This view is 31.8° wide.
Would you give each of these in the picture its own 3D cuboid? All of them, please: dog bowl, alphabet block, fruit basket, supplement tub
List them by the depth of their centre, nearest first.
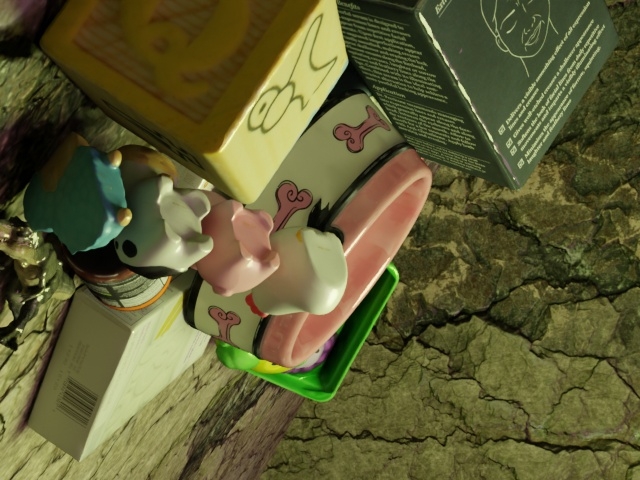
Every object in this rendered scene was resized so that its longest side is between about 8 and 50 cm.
[{"bbox_3d":[-0.105,-0.173,1.033,0.192,0.193,0.197,-58,170,-7],"label":"alphabet block"},{"bbox_3d":[-0.227,0.020,1.284,0.106,0.106,0.198,-55,170,-14],"label":"supplement tub"},{"bbox_3d":[0.000,0.000,1.556,0.408,0.150,0.408,-50,168,-15],"label":"dog bowl"},{"bbox_3d":[-0.045,0.151,2.156,0.392,0.283,0.392,-156,-90,-85],"label":"fruit basket"}]

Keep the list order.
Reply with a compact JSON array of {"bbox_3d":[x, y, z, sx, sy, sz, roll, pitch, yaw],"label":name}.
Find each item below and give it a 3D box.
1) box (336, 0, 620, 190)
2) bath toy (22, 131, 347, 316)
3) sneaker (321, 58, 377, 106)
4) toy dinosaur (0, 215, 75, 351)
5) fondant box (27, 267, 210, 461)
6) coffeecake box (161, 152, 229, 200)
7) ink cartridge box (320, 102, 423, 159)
[{"bbox_3d":[0.205,-0.312,1.544,0.293,0.212,0.395,-54,139,-13],"label":"box"},{"bbox_3d":[-0.124,-0.001,1.158,0.129,0.151,0.348,-32,142,33],"label":"bath toy"},{"bbox_3d":[0.091,-0.346,1.655,0.350,0.131,0.148,-59,164,-26],"label":"sneaker"},{"bbox_3d":[-0.303,0.056,1.172,0.118,0.064,0.268,-62,174,-12],"label":"toy dinosaur"},{"bbox_3d":[-0.240,0.120,1.546,0.330,0.096,0.238,-42,162,-58],"label":"fondant box"},{"bbox_3d":[-0.149,-0.091,1.411,0.185,0.068,0.142,-58,169,6],"label":"coffeecake box"},{"bbox_3d":[0.088,-0.191,1.916,0.100,0.172,0.237,-59,169,10],"label":"ink cartridge box"}]
